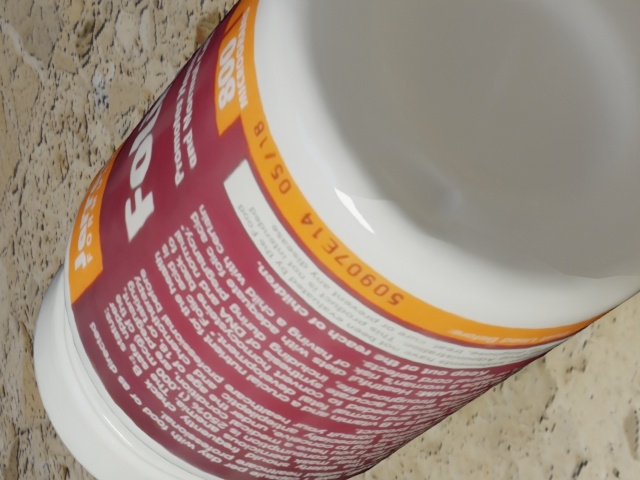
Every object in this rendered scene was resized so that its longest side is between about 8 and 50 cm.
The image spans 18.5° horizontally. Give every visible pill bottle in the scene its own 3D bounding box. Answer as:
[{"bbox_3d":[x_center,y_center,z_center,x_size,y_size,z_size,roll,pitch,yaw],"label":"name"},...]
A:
[{"bbox_3d":[0.000,0.000,1.011,0.392,0.224,0.224,-42,65,55],"label":"pill bottle"}]
